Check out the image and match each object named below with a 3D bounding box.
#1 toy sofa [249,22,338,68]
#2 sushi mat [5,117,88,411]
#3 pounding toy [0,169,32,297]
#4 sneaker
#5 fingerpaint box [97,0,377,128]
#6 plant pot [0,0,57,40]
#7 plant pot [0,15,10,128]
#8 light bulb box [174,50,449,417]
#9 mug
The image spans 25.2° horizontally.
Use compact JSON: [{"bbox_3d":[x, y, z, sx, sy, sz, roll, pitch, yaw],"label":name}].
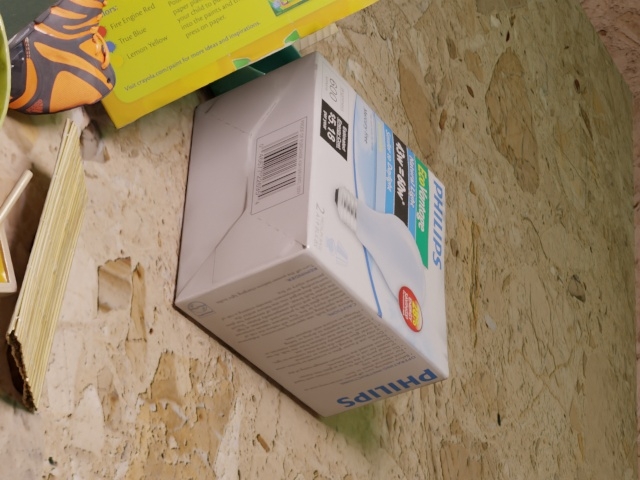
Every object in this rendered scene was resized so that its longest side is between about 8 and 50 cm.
[{"bbox_3d":[-0.128,-0.443,2.203,0.363,0.177,0.150,61,4,-16],"label":"toy sofa"},{"bbox_3d":[-0.303,0.024,1.609,0.151,0.019,0.317,94,2,-50],"label":"sushi mat"},{"bbox_3d":[-0.369,-0.002,1.492,0.141,0.100,0.130,3,70,-61],"label":"pounding toy"},{"bbox_3d":[-0.284,-0.286,1.701,0.124,0.321,0.180,38,-7,41],"label":"sneaker"},{"bbox_3d":[-0.139,-0.408,1.787,0.371,0.444,0.163,61,13,-16],"label":"fingerpaint box"},{"bbox_3d":[-0.426,-0.350,1.485,0.252,0.248,0.247,18,56,-41],"label":"plant pot"},{"bbox_3d":[-0.463,-0.142,1.202,0.275,0.293,0.275,40,41,-45],"label":"plant pot"},{"bbox_3d":[0.000,0.000,2.029,0.361,0.225,0.358,42,38,-41],"label":"light bulb box"},{"bbox_3d":[-0.113,-0.249,2.115,0.157,0.097,0.129,30,35,0],"label":"mug"}]
